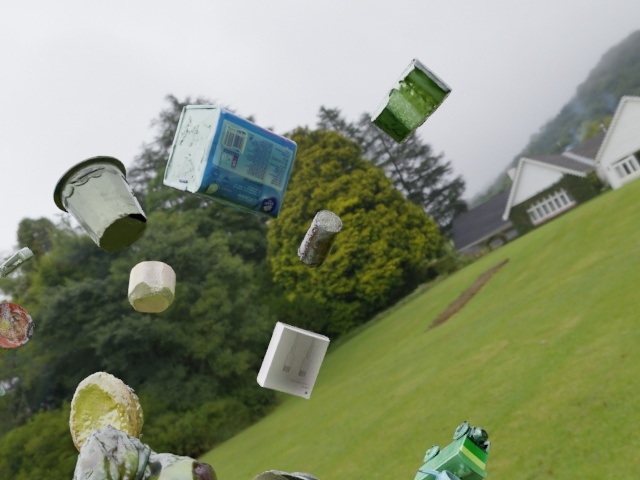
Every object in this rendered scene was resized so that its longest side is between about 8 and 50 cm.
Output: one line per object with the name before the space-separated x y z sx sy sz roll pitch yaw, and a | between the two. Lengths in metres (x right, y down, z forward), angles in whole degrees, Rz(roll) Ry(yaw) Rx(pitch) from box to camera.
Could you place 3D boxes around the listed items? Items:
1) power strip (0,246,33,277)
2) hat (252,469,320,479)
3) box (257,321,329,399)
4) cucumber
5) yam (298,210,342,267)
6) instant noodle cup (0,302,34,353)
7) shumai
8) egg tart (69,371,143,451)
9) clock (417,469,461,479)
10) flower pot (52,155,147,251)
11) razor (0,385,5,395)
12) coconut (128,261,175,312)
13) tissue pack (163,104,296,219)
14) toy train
power strip | -0.857 0.061 1.818 0.081 0.035 0.192 -42 14 -11
hat | -0.096 0.716 1.774 0.232 0.275 0.161 -54 34 -4
box | -0.106 0.466 2.520 0.203 0.251 0.106 21 -2 -20
cucumber | 0.214 -0.336 1.591 0.191 0.130 0.191 -50 -2 -2
yam | -0.001 0.001 1.573 0.079 0.079 0.141 -16 -35 -41
instant noodle cup | -0.833 0.242 1.674 0.136 0.127 0.127 -31 -12 34
shumai | -0.300 0.479 1.100 0.264 0.309 0.304 11 -47 -14
egg tart | -0.667 0.566 2.060 0.315 0.314 0.120 -31 -16 25
clock | 0.244 0.464 1.182 0.045 0.147 0.108 -50 -26 1
flower pot | -0.571 -0.091 1.743 0.212 0.202 0.212 -37 -22 -18
razor | -0.972 0.358 1.865 0.084 0.211 0.036 -21 8 37
coconut | -0.535 0.140 2.061 0.147 0.152 0.147 -4 -40 -3
tissue pack | -0.205 -0.180 1.508 0.146 0.198 0.263 14 -2 39
toy train | 0.412 0.709 2.045 0.301 0.120 0.202 -51 -5 35
